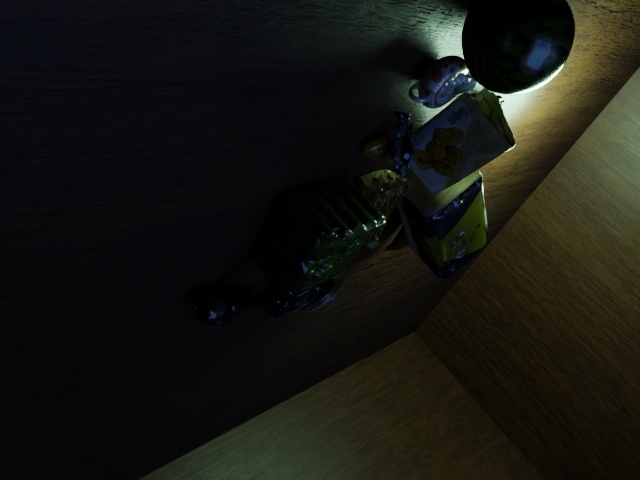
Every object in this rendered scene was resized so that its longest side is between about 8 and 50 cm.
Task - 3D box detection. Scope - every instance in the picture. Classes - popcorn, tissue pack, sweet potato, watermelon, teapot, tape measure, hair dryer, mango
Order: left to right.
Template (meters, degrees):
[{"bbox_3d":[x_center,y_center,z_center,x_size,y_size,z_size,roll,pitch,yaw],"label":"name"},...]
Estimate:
[{"bbox_3d":[-0.178,0.188,1.684,0.359,0.120,0.303,-7,177,27],"label":"hair dryer"},{"bbox_3d":[-0.095,0.180,1.976,0.186,0.112,0.199,-10,148,-38],"label":"tape measure"},{"bbox_3d":[0.205,-0.003,2.175,0.068,0.059,0.083,-25,143,-33],"label":"popcorn"},{"bbox_3d":[0.169,-0.276,1.657,0.114,0.057,0.079,-8,144,-40],"label":"mango"},{"bbox_3d":[0.393,-0.082,2.279,0.106,0.095,0.355,10,127,-28],"label":"sweet potato"},{"bbox_3d":[0.335,-0.440,1.556,0.245,0.116,0.159,-34,169,-24],"label":"teapot"},{"bbox_3d":[0.451,-0.090,2.049,0.264,0.253,0.417,-36,141,-8],"label":"tissue pack"},{"bbox_3d":[0.508,-0.528,1.446,0.285,0.285,0.285,-33,155,-18],"label":"watermelon"}]

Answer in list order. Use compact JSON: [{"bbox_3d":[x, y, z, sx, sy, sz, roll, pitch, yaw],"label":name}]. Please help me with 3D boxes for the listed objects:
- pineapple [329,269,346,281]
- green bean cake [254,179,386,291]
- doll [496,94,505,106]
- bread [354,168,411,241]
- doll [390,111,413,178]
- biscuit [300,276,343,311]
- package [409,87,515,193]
[{"bbox_3d":[0.077,0.056,2.045,0.198,0.108,0.108,-50,158,-13],"label":"pineapple"},{"bbox_3d":[0.000,0.000,1.679,0.335,0.218,0.319,-17,147,-40],"label":"green bean cake"},{"bbox_3d":[0.581,-0.465,1.939,0.219,0.067,0.091,-23,148,-48],"label":"doll"},{"bbox_3d":[0.171,-0.106,1.883,0.184,0.114,0.275,-21,151,-37],"label":"bread"},{"bbox_3d":[0.242,-0.280,1.638,0.096,0.070,0.195,-9,101,-47],"label":"doll"},{"bbox_3d":[0.012,0.194,2.108,0.208,0.049,0.181,-47,-162,-32],"label":"biscuit"},{"bbox_3d":[0.427,-0.322,1.727,0.311,0.221,0.165,-36,-170,47],"label":"package"}]
